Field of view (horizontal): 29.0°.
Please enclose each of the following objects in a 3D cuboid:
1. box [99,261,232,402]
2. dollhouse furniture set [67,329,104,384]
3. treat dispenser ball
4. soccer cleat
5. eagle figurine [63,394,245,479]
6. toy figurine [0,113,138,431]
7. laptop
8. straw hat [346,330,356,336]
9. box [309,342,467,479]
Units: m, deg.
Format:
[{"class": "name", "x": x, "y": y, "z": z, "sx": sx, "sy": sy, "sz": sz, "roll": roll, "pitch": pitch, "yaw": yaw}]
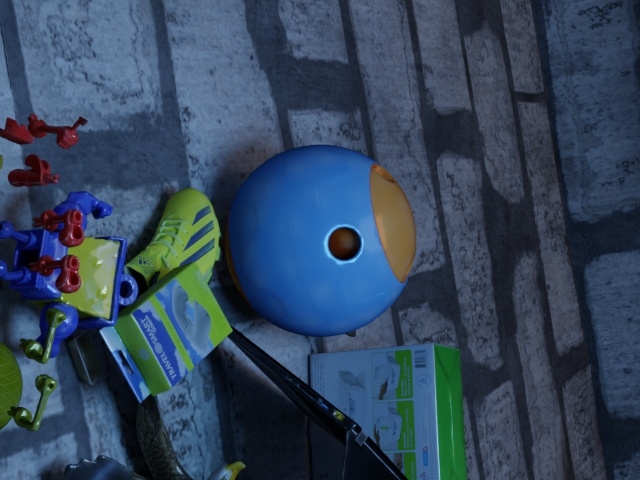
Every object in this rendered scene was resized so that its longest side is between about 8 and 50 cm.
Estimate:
[{"class": "box", "x": -0.188, "y": 0.111, "z": 1.533, "sx": 0.109, "sy": 0.042, "sz": 0.178, "roll": 62, "pitch": 33, "yaw": -11}, {"class": "dollhouse furniture set", "x": -0.264, "y": 0.110, "z": 1.526, "sx": 0.091, "sy": 0.081, "sz": 0.114, "roll": -43, "pitch": 120, "yaw": -59}, {"class": "treat dispenser ball", "x": 0.000, "y": 0.000, "z": 1.848, "sx": 0.288, "sy": 0.288, "sz": 0.288, "roll": 28, "pitch": 58, "yaw": -58}, {"class": "soccer cleat", "x": -0.207, "y": 0.035, "z": 1.652, "sx": 0.121, "sy": 0.093, "sz": 0.289, "roll": 44, "pitch": 44, "yaw": -41}, {"class": "eagle figurine", "x": -0.184, "y": 0.323, "z": 1.554, "sx": 0.298, "sy": 0.225, "sz": 0.226, "roll": 36, "pitch": -2, "yaw": -11}, {"class": "toy figurine", "x": -0.271, "y": 0.060, "z": 1.381, "sx": 0.217, "sy": 0.191, "sz": 0.362, "roll": 24, "pitch": 64, "yaw": -51}, {"class": "laptop", "x": -0.007, "y": 0.376, "z": 1.757, "sx": 0.236, "sy": 0.408, "sz": 0.382, "roll": -50, "pitch": 148, "yaw": -10}, {"class": "straw hat", "x": -0.010, "y": 0.121, "z": 2.039, "sx": 0.061, "sy": 0.144, "sz": 0.144, "roll": -38, "pitch": 124, "yaw": -17}, {"class": "box", "x": 0.108, "y": 0.311, "z": 2.035, "sx": 0.127, "sy": 0.231, "sz": 0.262, "roll": 19, "pitch": 65, "yaw": -60}]
